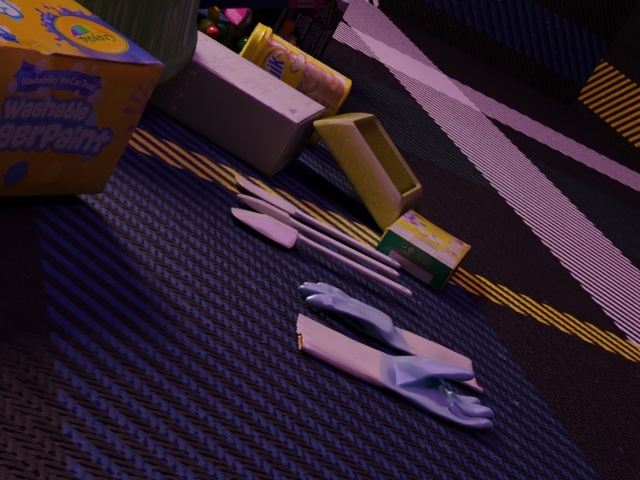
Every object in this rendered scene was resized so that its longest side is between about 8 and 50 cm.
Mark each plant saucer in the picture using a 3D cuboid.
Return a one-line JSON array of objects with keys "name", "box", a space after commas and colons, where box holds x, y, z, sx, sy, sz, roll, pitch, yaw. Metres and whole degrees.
[{"name": "plant saucer", "box": [0.081, -0.110, 1.828, 0.188, 0.045, 0.188, 57, 18, 1]}]

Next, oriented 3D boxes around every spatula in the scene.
[{"name": "spatula", "box": [0.000, 0.000, 1.557, 0.242, 0.019, 0.168, 28, 11, -11]}]

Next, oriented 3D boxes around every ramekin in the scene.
[{"name": "ramekin", "box": [-0.288, -0.339, 1.613, 0.303, 0.148, 0.303, 13, 41, -12]}]

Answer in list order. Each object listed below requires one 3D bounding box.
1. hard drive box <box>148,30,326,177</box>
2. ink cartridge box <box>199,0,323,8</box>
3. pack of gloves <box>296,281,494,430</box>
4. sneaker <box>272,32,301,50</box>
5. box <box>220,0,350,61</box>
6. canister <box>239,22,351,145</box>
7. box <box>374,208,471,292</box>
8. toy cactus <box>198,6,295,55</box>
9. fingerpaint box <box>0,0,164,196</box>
[{"name": "hard drive box", "box": [-0.125, -0.197, 1.779, 0.232, 0.089, 0.181, 32, 17, 5]}, {"name": "ink cartridge box", "box": [-0.163, -0.466, 2.271, 0.324, 0.071, 0.330, -2, 34, -9]}, {"name": "pack of gloves", "box": [0.085, 0.106, 1.339, 0.232, 0.046, 0.195, 27, 18, -12]}, {"name": "sneaker", "box": [-0.051, -0.321, 2.307, 0.175, 0.067, 0.064, 37, 16, 16]}, {"name": "box", "box": [-0.075, -0.468, 2.520, 0.142, 0.163, 0.247, 16, 22, -36]}, {"name": "canister", "box": [-0.052, -0.237, 1.958, 0.170, 0.126, 0.073, 30, 16, -10]}, {"name": "box", "box": [0.142, 0.009, 1.726, 0.105, 0.043, 0.179, 33, 19, 8]}, {"name": "toy cactus", "box": [-0.141, -0.355, 2.222, 0.219, 0.112, 0.180, 4, 20, -40]}, {"name": "fingerpaint box", "box": [-0.421, -0.195, 1.135, 0.371, 0.163, 0.445, 36, 18, 19]}]
